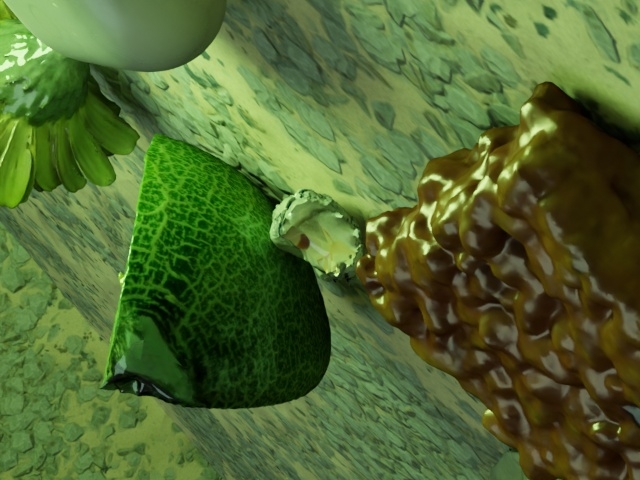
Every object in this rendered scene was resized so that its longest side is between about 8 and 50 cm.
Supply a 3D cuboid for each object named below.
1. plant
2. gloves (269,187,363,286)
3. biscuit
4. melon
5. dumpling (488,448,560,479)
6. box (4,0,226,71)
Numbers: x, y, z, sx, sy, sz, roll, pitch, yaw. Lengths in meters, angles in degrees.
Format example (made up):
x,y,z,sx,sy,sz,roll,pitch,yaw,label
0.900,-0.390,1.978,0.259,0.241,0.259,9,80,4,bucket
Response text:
x,y,z,sx,sy,sz,roll,pitch,yaw,label
-0.339,-0.220,1.923,0.306,0.297,0.261,6,-140,-34,plant
0.002,-0.004,1.710,0.114,0.070,0.153,37,172,-2,gloves
0.188,0.060,1.218,0.318,0.110,0.312,50,151,-4,biscuit
-0.123,0.065,1.757,0.331,0.226,0.343,63,-177,-16,melon
0.247,0.320,1.854,0.247,0.142,0.172,35,128,55,dumpling
-0.240,-0.297,1.438,0.349,0.141,0.289,53,164,-26,box
